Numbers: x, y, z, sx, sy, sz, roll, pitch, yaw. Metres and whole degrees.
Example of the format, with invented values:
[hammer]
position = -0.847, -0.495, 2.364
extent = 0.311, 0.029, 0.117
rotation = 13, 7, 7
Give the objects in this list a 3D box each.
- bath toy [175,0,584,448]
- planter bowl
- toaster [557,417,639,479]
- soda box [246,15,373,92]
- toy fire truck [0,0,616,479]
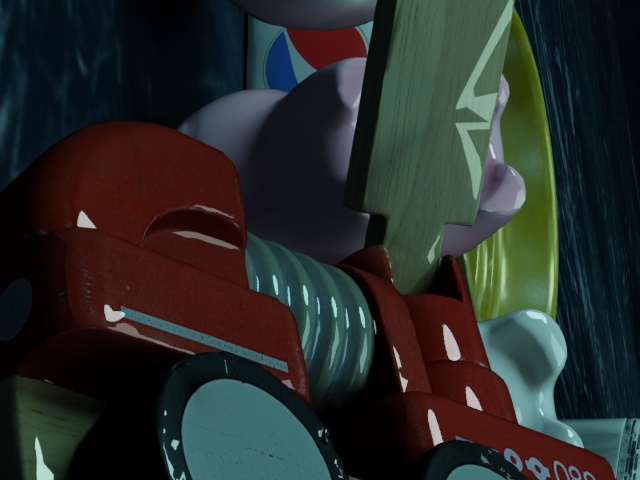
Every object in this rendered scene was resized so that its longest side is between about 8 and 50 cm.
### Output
[bath toy]
position = 0.000, 0.000, 0.632
extent = 0.129, 0.151, 0.348
rotation = 144, -56, -62
[planter bowl]
position = 0.060, -0.020, 0.906
extent = 0.217, 0.090, 0.217
rotation = -5, 90, -70
[toaster]
position = 0.128, 0.178, 0.986
extent = 0.227, 0.146, 0.129
rotation = -50, 133, -70
[soda box]
position = 0.008, -0.035, 0.774
extent = 0.074, 0.069, 0.216
rotation = 52, 35, -63
[toy fire truck]
position = -0.005, 0.013, 0.470
extent = 0.217, 0.158, 0.246
rotation = 23, 41, -39
